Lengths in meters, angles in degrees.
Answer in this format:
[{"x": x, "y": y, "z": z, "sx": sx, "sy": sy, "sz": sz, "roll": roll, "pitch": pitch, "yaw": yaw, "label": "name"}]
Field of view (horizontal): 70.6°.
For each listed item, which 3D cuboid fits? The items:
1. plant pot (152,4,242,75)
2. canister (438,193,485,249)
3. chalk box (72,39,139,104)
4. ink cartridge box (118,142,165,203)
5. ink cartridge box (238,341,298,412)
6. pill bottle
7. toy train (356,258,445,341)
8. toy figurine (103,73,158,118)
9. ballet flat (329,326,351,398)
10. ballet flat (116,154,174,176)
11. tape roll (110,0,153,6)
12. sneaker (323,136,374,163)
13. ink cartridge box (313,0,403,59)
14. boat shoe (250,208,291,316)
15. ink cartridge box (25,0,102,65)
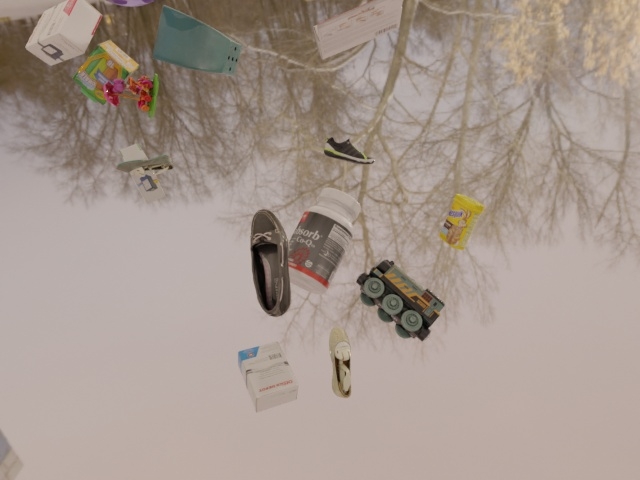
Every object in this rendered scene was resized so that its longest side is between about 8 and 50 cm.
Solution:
[{"x": -0.395, "y": -0.642, "z": 1.502, "sx": 0.234, "sy": 0.166, "sz": 0.165, "roll": 21, "pitch": -162, "yaw": 6, "label": "plant pot"}, {"x": 0.499, "y": -0.066, "z": 1.608, "sx": 0.073, "sy": 0.170, "sz": 0.126, "roll": 12, "pitch": -161, "yaw": -20, "label": "canister"}, {"x": -0.788, "y": -0.591, "z": 1.634, "sx": 0.213, "sy": 0.132, "sz": 0.132, "roll": -40, "pitch": -154, "yaw": 19, "label": "chalk box"}, {"x": -0.772, "y": -0.288, "z": 1.957, "sx": 0.093, "sy": 0.213, "sz": 0.154, "roll": -27, "pitch": -136, "yaw": -19, "label": "ink cartridge box"}, {"x": -0.170, "y": 0.429, "z": 1.438, "sx": 0.139, "sy": 0.082, "sz": 0.191, "roll": -10, "pitch": -141, "yaw": -23, "label": "ink cartridge box"}, {"x": 0.000, "y": 0.000, "z": 1.693, "sx": 0.210, "sy": 0.210, "sz": 0.363, "roll": 16, "pitch": -108, "yaw": 36, "label": "pill bottle"}, {"x": 0.293, "y": 0.214, "z": 1.666, "sx": 0.334, "sy": 0.142, "sz": 0.190, "roll": 42, "pitch": -113, "yaw": 17, "label": "toy train"}, {"x": -0.647, "y": -0.504, "z": 1.531, "sx": 0.159, "sy": 0.173, "sz": 0.130, "roll": -1, "pitch": -116, "yaw": -33, "label": "toy figurine"}, {"x": 0.055, "y": 0.288, "z": 1.064, "sx": 0.057, "sy": 0.168, "sz": 0.052, "roll": -6, "pitch": -176, "yaw": -26, "label": "ballet flat"}, {"x": -0.673, "y": -0.282, "z": 1.750, "sx": 0.213, "sy": 0.068, "sz": 0.072, "roll": -19, "pitch": 175, "yaw": -30, "label": "ballet flat"}, {"x": -0.530, "y": -0.778, "z": 1.194, "sx": 0.274, "sy": 0.275, "sz": 0.090, "roll": -12, "pitch": -164, "yaw": -7, "label": "tape roll"}, {"x": 0.127, "y": -0.387, "z": 1.930, "sx": 0.234, "sy": 0.097, "sz": 0.084, "roll": 12, "pitch": -173, "yaw": -11, "label": "sneaker"}, {"x": 0.123, "y": -0.730, "z": 1.488, "sx": 0.296, "sy": 0.066, "sz": 0.261, "roll": -21, "pitch": 177, "yaw": 4, "label": "ink cartridge box"}, {"x": -0.152, "y": 0.059, "z": 1.346, "sx": 0.112, "sy": 0.336, "sz": 0.095, "roll": -13, "pitch": 169, "yaw": 14, "label": "boat shoe"}, {"x": -0.903, "y": -0.733, "z": 1.587, "sx": 0.237, "sy": 0.100, "sz": 0.172, "roll": 2, "pitch": -111, "yaw": 34, "label": "ink cartridge box"}]
